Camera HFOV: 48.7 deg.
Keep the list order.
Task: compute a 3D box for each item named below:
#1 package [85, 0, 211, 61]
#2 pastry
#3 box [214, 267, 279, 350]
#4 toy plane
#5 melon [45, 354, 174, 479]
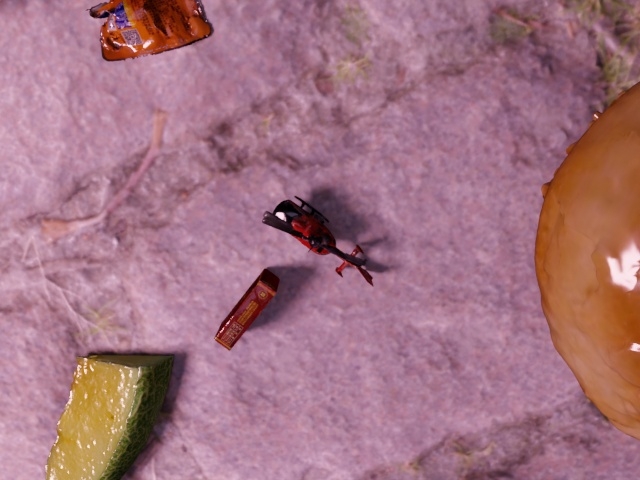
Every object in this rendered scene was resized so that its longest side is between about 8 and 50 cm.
[{"bbox_3d":[-0.172,-0.222,0.697,0.111,0.033,0.077,-19,91,1],"label":"package"},{"bbox_3d":[0.390,0.010,0.620,0.409,0.245,0.409,0,105,0],"label":"pastry"},{"bbox_3d":[-0.077,0.072,0.748,0.023,0.051,0.082,37,101,-8],"label":"box"},{"bbox_3d":[0.000,0.000,0.728,0.145,0.060,0.037,36,101,-21],"label":"toy plane"},{"bbox_3d":[-0.260,0.224,0.791,0.114,0.053,0.262,31,101,3],"label":"melon"}]
